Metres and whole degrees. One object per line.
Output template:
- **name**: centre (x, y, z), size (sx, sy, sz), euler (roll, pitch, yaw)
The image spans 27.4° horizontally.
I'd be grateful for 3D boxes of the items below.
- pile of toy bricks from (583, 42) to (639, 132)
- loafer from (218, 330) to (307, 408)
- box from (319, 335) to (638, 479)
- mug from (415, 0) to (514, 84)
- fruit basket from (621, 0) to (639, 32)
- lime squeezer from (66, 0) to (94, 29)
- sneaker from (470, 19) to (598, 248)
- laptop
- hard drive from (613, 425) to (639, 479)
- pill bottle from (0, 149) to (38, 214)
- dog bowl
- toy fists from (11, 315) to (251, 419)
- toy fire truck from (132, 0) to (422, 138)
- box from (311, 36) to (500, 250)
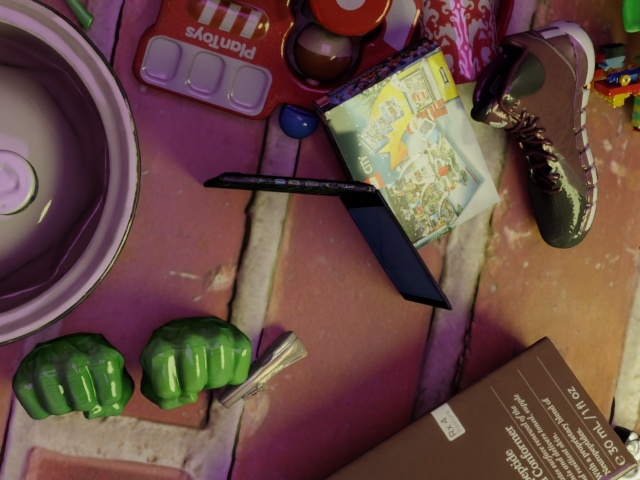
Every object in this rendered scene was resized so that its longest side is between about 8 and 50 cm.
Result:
- **pile of toy bricks**: centre (0.419, -0.187, 1.662), size (0.212, 0.118, 0.105), euler (-13, 120, -24)
- **loafer**: centre (-0.069, 0.165, 1.609), size (0.125, 0.045, 0.039), euler (-43, 103, -9)
- **box**: centre (0.164, 0.298, 1.574), size (0.381, 0.143, 0.191), euler (-33, 75, -6)
- **mug**: centre (0.181, -0.279, 1.610), size (0.150, 0.113, 0.169), euler (-11, 96, -7)
- **fruit basket**: centre (0.511, -0.384, 1.579), size (0.353, 0.165, 0.327), euler (-22, 113, -28)
- **lime squeezer**: centre (-0.396, -0.367, 1.555), size (0.310, 0.059, 0.110), euler (23, 117, -10)
- **sneaker**: centre (0.245, -0.121, 1.586), size (0.163, 0.106, 0.281), euler (-10, 101, -36)
- **laptop**: centre (0.000, 0.000, 1.520), size (0.265, 0.234, 0.136), euler (4, 89, -10)
- **hard drive**: centre (0.464, 0.425, 1.685), size (0.339, 0.064, 0.237), euler (34, 86, -9)
- **pill bottle**: centre (-0.330, -0.059, 1.375), size (0.067, 0.120, 0.067), euler (0, 91, -9)
- **dog bowl**: centre (-0.409, -0.081, 1.499), size (0.408, 0.150, 0.407), euler (0, 91, -8)
- **toy fists**: centre (-0.218, 0.150, 1.534), size (0.279, 0.142, 0.096), euler (-7, 92, -8)
- **toy fire truck**: centre (-0.048, -0.258, 1.564), size (0.302, 0.169, 0.253), euler (18, 113, -9)
- **box**: centre (0.106, -0.105, 1.579), size (0.159, 0.044, 0.233), euler (-30, 123, -6)
